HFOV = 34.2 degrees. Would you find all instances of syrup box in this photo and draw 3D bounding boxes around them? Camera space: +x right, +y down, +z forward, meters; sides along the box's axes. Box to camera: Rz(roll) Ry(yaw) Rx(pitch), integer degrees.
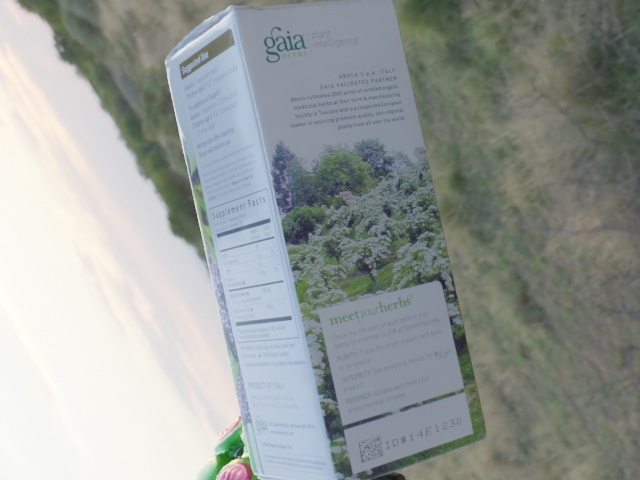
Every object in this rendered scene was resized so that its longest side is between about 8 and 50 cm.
[{"bbox_3d":[0.000,0.000,0.543,0.096,0.093,0.236,-15,87,60],"label":"syrup box"}]

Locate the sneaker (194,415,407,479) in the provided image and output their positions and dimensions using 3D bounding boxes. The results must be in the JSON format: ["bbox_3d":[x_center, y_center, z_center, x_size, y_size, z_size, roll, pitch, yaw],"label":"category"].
[{"bbox_3d":[0.058,0.277,0.872,0.483,0.185,0.202,14,156,46],"label":"sneaker"}]
